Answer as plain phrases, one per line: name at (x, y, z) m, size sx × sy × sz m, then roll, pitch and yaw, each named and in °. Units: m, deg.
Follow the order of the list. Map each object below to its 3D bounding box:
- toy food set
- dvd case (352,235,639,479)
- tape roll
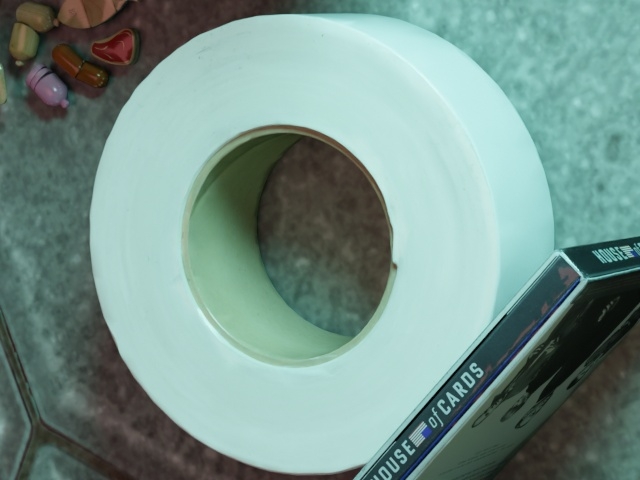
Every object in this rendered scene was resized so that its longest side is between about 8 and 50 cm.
toy food set at (-0.172, -0.131, 1.320) m, size 0.122 × 0.019 × 0.078 m, roll -10°, pitch 92°, yaw 20°
dvd case at (0.105, 0.092, 1.117) m, size 0.029 × 0.179 × 0.239 m, roll 48°, pitch 114°, yaw 18°
tape roll at (0.000, 0.000, 1.203) m, size 0.286 × 0.100 × 0.286 m, roll 3°, pitch 97°, yaw 26°
